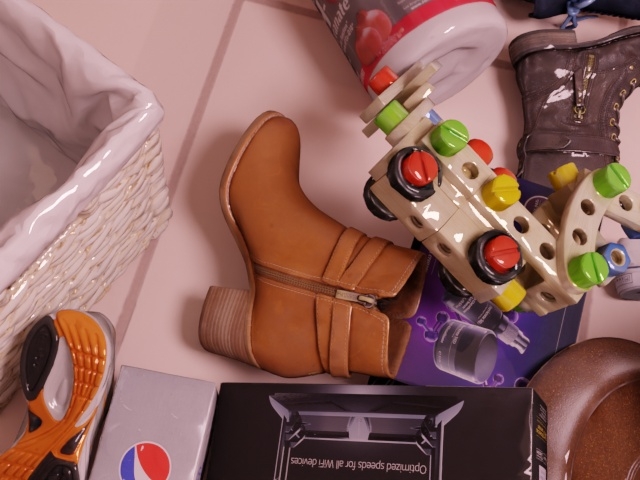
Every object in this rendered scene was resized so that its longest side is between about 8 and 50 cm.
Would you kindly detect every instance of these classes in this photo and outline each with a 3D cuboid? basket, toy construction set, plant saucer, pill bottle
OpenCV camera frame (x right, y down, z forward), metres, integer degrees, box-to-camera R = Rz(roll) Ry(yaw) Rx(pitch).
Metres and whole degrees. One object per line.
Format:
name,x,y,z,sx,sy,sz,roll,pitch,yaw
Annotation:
basket,-0.365,-0.052,0.754,0.331,0.266,0.328,36,70,8
toy construction set,0.162,-0.057,0.754,0.328,0.151,0.215,39,62,11
plant saucer,0.310,0.247,0.759,0.311,0.050,0.310,6,76,-26
pill bottle,0.071,-0.325,0.947,0.176,0.176,0.318,-24,73,-14

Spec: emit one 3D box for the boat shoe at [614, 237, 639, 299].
boat shoe,0.451,0.029,0.896,0.226,0.083,0.075,4,70,-3

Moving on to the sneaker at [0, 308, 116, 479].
sneaker,-0.250,0.191,0.768,0.099,0.121,0.262,20,92,1

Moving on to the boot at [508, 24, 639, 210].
boot,0.346,-0.139,0.961,0.263,0.091,0.229,-2,75,-2

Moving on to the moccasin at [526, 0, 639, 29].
moccasin,0.292,-0.329,1.011,0.342,0.137,0.117,19,72,17

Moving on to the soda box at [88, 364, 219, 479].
soda box,-0.173,0.271,0.741,0.098,0.091,0.286,11,68,0

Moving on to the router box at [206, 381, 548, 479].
router box,0.042,0.255,0.702,0.309,0.081,0.243,-3,66,24

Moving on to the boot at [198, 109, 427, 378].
boot,0.000,0.000,0.804,0.220,0.109,0.283,4,70,30

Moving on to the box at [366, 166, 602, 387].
box,0.180,0.063,0.851,0.184,0.103,0.261,20,69,0
